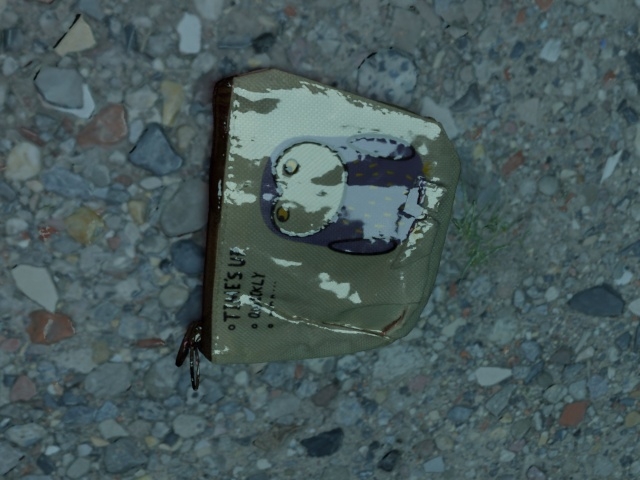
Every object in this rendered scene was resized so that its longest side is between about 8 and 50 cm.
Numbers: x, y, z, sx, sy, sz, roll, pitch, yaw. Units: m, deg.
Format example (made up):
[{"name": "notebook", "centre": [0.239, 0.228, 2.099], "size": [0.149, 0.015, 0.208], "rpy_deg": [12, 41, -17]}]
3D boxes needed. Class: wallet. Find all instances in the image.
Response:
[{"name": "wallet", "centre": [-0.002, -0.001, 0.877], "size": [0.275, 0.068, 0.335], "rpy_deg": [2, 114, -17]}]
